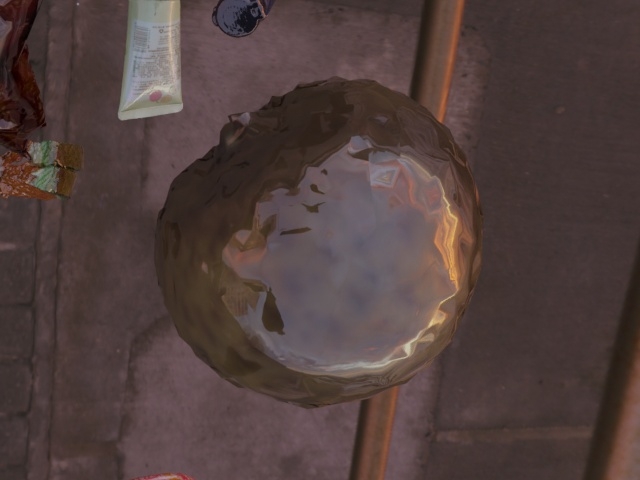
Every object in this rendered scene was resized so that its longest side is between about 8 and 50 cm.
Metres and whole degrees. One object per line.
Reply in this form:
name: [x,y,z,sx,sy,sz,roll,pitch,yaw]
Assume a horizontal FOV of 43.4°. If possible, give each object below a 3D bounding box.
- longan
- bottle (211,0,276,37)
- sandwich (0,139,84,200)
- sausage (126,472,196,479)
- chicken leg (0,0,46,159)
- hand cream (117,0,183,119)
longan: [0.000,0.000,0.940,0.391,0.391,0.391,-5,107,-15]
bottle: [-0.096,-0.377,1.192,0.082,0.244,0.072,-9,125,19]
sandwich: [-0.509,-0.129,1.427,0.160,0.185,0.109,4,87,-5]
sausage: [-0.185,0.239,0.662,0.234,0.071,0.071,-3,108,-38]
chicken leg: [-0.173,-0.120,0.397,0.105,0.063,0.234,21,139,-16]
hand cream: [-0.325,-0.384,1.574,0.147,0.093,0.306,-16,129,-36]
